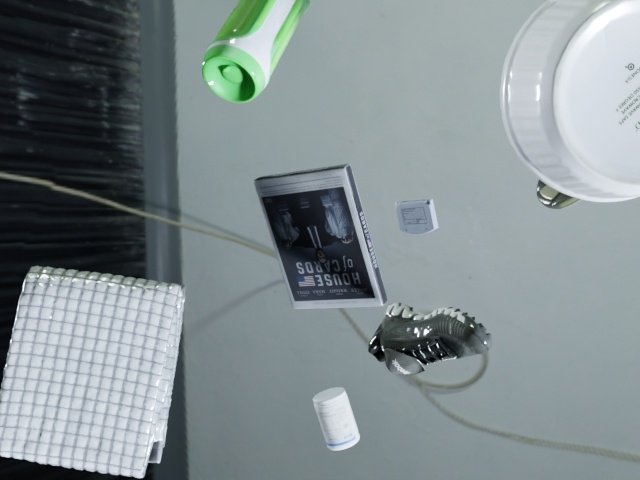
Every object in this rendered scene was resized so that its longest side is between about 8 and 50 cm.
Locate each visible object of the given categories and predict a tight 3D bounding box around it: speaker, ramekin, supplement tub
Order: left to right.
[{"bbox_3d":[-0.113,-0.394,1.399,0.131,0.131,0.297,-1,50,31],"label":"speaker"},{"bbox_3d":[0.032,0.354,1.496,0.071,0.071,0.107,-14,96,31],"label":"supplement tub"},{"bbox_3d":[0.355,-0.174,0.875,0.272,0.127,0.273,0,101,0],"label":"ramekin"}]

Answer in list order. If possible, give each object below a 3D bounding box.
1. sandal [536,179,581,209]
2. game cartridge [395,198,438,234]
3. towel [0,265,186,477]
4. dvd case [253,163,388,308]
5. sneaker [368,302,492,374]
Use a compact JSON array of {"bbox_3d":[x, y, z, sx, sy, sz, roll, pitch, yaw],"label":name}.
[{"bbox_3d":[0.477,-0.137,1.169,0.302,0.086,0.120,-35,28,1],"label":"sandal"},{"bbox_3d":[0.156,-0.038,1.216,0.083,0.017,0.056,0,101,55],"label":"game cartridge"},{"bbox_3d":[-0.332,0.190,1.116,0.235,0.121,0.284,9,83,-5],"label":"towel"},{"bbox_3d":[0.000,0.000,1.229,0.179,0.029,0.239,-5,110,33],"label":"dvd case"},{"bbox_3d":[0.145,0.149,1.060,0.078,0.106,0.234,48,159,-20],"label":"sneaker"}]
